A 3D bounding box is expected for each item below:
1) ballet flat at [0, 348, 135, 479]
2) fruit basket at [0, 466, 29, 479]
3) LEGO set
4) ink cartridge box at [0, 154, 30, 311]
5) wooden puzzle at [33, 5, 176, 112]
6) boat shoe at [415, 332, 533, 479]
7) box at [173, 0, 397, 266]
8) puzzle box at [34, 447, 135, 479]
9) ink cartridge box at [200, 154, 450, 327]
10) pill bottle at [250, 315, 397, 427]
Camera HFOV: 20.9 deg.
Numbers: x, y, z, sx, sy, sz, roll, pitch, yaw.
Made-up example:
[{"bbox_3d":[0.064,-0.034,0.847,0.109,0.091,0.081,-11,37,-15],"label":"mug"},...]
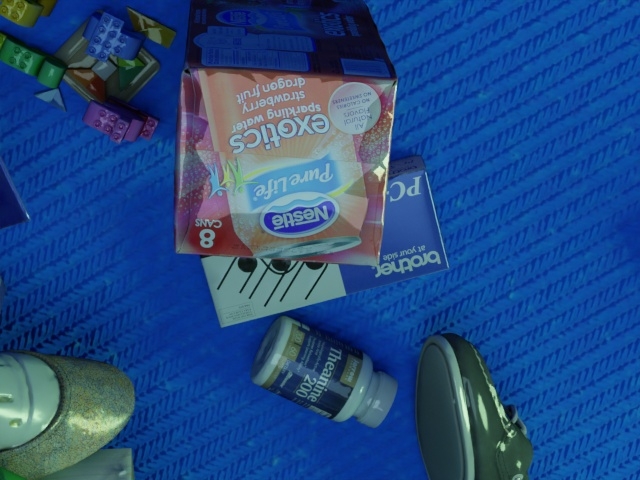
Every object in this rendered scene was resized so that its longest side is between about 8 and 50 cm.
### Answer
[{"bbox_3d":[-0.299,0.144,1.362,0.316,0.107,0.106,-15,151,-14],"label":"ballet flat"},{"bbox_3d":[-0.315,0.380,1.335,0.392,0.283,0.392,-13,141,-11],"label":"fruit basket"},{"bbox_3d":[-0.227,-0.161,1.395,0.227,0.093,0.087,26,103,-5],"label":"LEGO set"},{"bbox_3d":[-0.437,-0.002,1.422,0.395,0.151,0.270,-21,109,2],"label":"ink cartridge box"},{"bbox_3d":[-0.181,-0.148,1.456,0.078,0.014,0.116,36,103,-14],"label":"wooden puzzle"},{"bbox_3d":[0.156,0.222,1.561,0.095,0.112,0.335,-17,115,-16],"label":"boat shoe"},{"bbox_3d":[-0.034,-0.096,1.331,0.154,0.300,0.142,4,108,-5],"label":"box"},{"bbox_3d":[-0.354,0.292,1.481,0.409,0.052,0.272,-2,133,-3],"label":"puzzle box"},{"bbox_3d":[0.000,0.000,1.500,0.207,0.046,0.097,-15,110,1],"label":"ink cartridge box"},{"bbox_3d":[0.004,0.119,1.529,0.120,0.067,0.067,26,105,-11],"label":"pill bottle"}]
